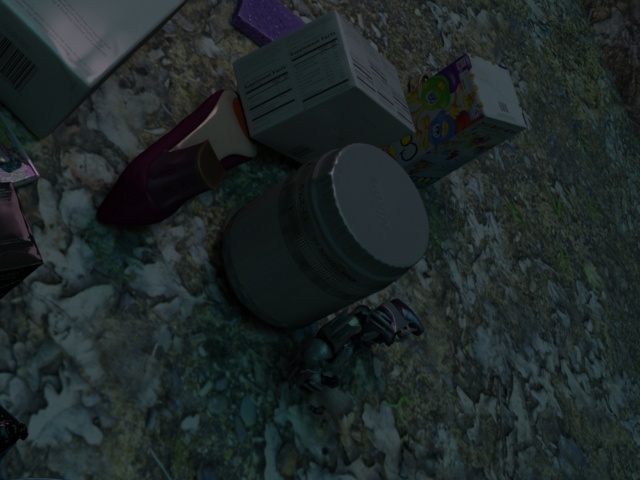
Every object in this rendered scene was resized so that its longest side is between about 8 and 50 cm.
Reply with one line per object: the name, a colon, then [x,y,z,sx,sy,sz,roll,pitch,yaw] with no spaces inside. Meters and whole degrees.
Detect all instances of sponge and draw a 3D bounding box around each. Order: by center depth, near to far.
sponge: [-0.075,-0.410,1.567,0.210,0.031,0.117,32,48,-28]

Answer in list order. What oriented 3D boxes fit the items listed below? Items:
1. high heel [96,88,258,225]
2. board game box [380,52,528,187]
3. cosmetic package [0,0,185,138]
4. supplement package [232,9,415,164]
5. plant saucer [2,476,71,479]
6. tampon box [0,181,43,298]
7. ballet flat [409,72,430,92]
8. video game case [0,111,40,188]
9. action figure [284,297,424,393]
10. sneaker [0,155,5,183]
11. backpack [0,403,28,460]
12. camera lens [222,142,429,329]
high heel: [-0.215,-0.138,1.246,0.377,0.181,0.127,-66,135,-67]
board game box: [0.248,-0.233,1.601,0.144,0.275,0.142,6,63,-43]
cosmetic package: [-0.350,-0.357,1.171,0.217,0.156,0.385,46,42,-16]
supplement package: [0.011,-0.244,1.373,0.262,0.204,0.145,20,52,-61]
plant saucer: [-0.258,0.367,0.811,0.317,0.044,0.317,25,16,-7]
tampon box: [-0.411,0.019,0.882,0.120,0.161,0.102,-13,77,-49]
ballet flat: [0.233,-0.310,1.801,0.057,0.052,0.168,18,56,-38]
video game case: [-0.462,-0.125,1.024,0.143,0.019,0.157,-33,91,-49]
action figure: [0.053,0.160,1.262,0.099,0.185,0.285,60,31,7]
sneaker: [-0.440,-0.114,0.992,0.075,0.057,0.161,1,64,-63]
backpack: [-0.395,0.216,0.841,0.105,0.084,0.114,49,37,-9]
camera lens: [0.000,0.000,1.217,0.219,0.274,0.219,24,52,-35]
